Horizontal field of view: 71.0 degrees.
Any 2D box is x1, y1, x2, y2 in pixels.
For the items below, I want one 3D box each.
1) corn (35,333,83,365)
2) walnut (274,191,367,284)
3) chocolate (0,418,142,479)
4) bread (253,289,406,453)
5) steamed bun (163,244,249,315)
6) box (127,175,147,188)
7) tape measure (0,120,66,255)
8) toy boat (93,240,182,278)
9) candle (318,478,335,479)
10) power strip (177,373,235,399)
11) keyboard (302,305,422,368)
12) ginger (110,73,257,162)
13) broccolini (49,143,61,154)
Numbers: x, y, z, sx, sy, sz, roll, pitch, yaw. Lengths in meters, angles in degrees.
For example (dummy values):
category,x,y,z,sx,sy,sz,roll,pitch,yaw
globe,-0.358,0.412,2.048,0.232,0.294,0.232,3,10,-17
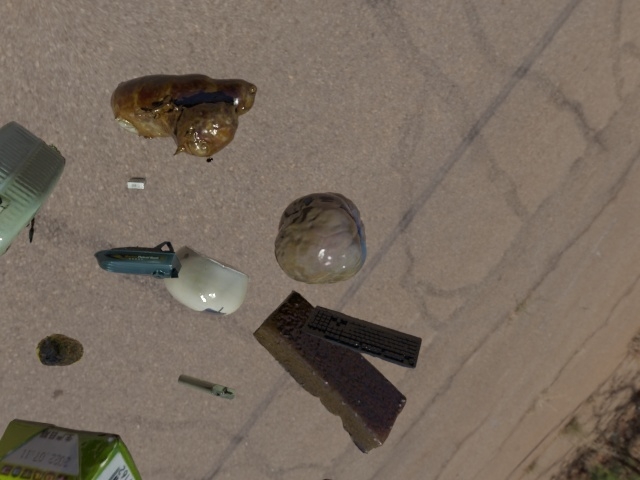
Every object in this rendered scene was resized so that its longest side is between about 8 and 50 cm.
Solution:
category,x,y,z,sx,sy,sz,roll,pitch,yaw
corn,-0.795,0.340,1.382,0.097,0.097,0.261,-28,171,-16
walnut,-0.001,-0.002,1.147,0.248,0.248,0.248,-16,125,-25
chocolate,-0.578,0.571,1.041,0.289,0.137,0.301,4,122,13
bread,0.021,0.325,1.148,0.165,0.416,0.113,-39,171,-47
steamed bun,-0.439,0.164,1.703,0.324,0.324,0.206,30,82,-41
box,-0.655,-0.209,1.607,0.054,0.083,0.024,-1,113,-12
tape measure,-0.447,-0.022,0.579,0.235,0.207,0.115,-35,128,17
toy boat,-0.511,0.052,1.257,0.246,0.103,0.093,4,151,-2
candle,0.058,0.717,1.319,0.026,0.167,0.021,-40,104,-49
power strip,-0.366,0.480,1.467,0.092,0.268,0.034,33,64,-39
keyboard,0.072,0.159,0.762,0.074,0.196,0.015,-58,159,-47
ginger,-0.389,-0.328,1.191,0.176,0.418,0.254,75,24,-58
broccolini,-0.867,-0.269,1.366,0.091,0.202,0.068,-21,92,-4
